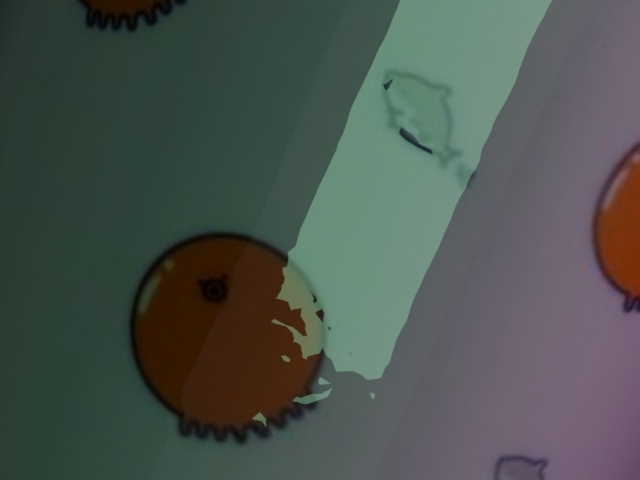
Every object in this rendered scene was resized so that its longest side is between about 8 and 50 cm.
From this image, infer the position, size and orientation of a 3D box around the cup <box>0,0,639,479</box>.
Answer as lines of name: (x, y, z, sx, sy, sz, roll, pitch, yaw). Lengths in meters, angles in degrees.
cup: (0.000, 0.000, 0.486, 0.212, 0.212, 0.317, 21, 99, -13)
